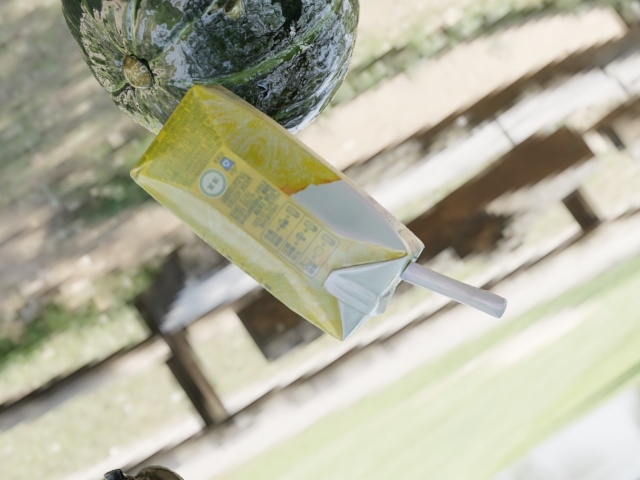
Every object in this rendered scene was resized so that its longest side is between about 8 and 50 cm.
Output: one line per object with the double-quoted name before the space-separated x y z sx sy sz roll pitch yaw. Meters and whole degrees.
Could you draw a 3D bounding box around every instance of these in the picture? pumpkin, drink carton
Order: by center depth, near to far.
"drink carton" 0.000 0.000 1.005 0.074 0.200 0.084 -52 174 7
"pumpkin" -0.116 -0.238 1.946 0.241 0.323 0.323 -56 177 -28

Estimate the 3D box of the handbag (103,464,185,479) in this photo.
"handbag" -0.087 0.176 1.125 0.047 0.111 0.072 -14 128 -27
